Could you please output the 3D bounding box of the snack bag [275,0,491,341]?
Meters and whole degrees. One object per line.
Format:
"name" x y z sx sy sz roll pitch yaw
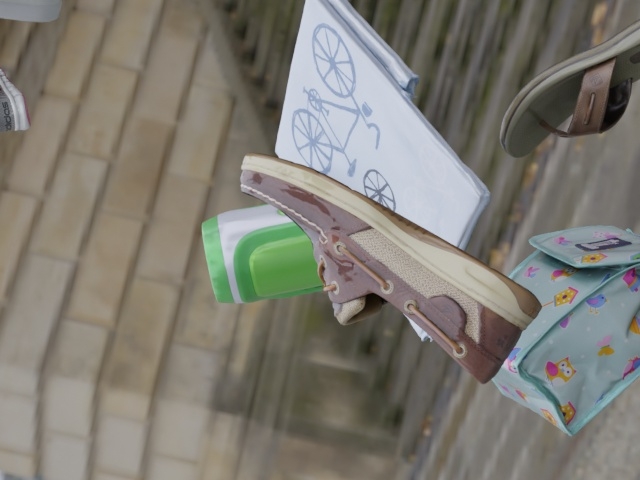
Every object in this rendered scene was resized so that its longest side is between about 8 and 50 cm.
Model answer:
"snack bag" 0.067 -0.087 1.750 0.342 0.037 0.323 52 152 23

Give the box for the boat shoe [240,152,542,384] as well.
"boat shoe" 0.046 0.027 1.491 0.123 0.342 0.123 -61 -18 2

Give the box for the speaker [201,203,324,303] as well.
"speaker" 0.000 0.000 1.979 0.131 0.296 0.131 169 90 -90

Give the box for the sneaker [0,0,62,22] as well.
"sneaker" -0.443 -0.340 1.835 0.106 0.290 0.123 43 125 39

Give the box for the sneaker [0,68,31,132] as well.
"sneaker" -0.435 -0.180 1.940 0.170 0.074 0.063 39 136 49

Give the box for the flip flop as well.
"flip flop" 0.333 -0.173 1.771 0.112 0.277 0.080 28 -143 -60

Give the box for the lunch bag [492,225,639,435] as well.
"lunch bag" 0.321 0.086 1.865 0.262 0.160 0.223 -44 17 -5
